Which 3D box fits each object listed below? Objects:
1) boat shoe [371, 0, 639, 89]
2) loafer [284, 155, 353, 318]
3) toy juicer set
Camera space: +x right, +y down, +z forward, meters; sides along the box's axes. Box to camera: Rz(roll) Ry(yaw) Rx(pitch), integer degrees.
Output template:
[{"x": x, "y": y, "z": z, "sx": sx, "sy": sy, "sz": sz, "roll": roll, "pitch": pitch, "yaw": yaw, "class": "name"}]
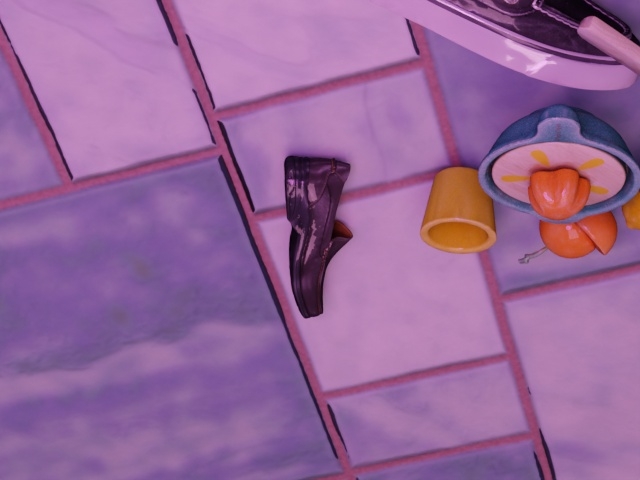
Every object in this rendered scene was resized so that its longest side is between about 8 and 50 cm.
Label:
[{"x": 0.140, "y": -0.220, "z": 1.215, "sx": 0.301, "sy": 0.108, "sz": 0.102, "roll": 24, "pitch": 123, "yaw": -5, "class": "boat shoe"}, {"x": 0.000, "y": 0.000, "z": 1.387, "sx": 0.061, "sy": 0.062, "sz": 0.170, "roll": -3, "pitch": 124, "yaw": -1, "class": "loafer"}, {"x": 0.234, "y": -0.051, "z": 1.248, "sx": 0.209, "sy": 0.089, "sz": 0.329, "roll": 15, "pitch": 152, "yaw": -15, "class": "toy juicer set"}]
